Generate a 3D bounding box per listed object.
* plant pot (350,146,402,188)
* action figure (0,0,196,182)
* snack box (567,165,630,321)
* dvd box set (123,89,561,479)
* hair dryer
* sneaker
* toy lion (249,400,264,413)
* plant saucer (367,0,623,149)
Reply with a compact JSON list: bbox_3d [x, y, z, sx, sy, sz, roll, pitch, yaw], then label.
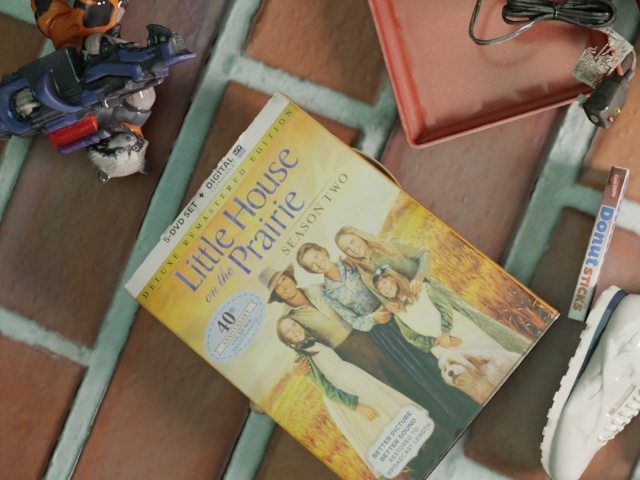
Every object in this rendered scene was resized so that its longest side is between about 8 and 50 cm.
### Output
[{"bbox_3d":[0.000,0.000,1.576,0.236,0.032,0.236,-1,87,13],"label":"plant pot"},{"bbox_3d":[-0.244,-0.236,1.582,0.341,0.179,0.330,-5,90,38],"label":"action figure"},{"bbox_3d":[0.316,0.005,1.485,0.022,0.064,0.178,16,91,16],"label":"snack box"},{"bbox_3d":[0.020,0.070,1.518,0.420,0.062,0.307,40,95,12],"label":"dvd box set"},{"bbox_3d":[0.321,-0.293,1.445,0.223,0.080,0.293,42,91,17],"label":"hair dryer"},{"bbox_3d":[0.319,0.171,1.447,0.095,0.090,0.235,24,101,24],"label":"sneaker"},{"bbox_3d":[-0.063,0.148,1.586,0.096,0.034,0.100,-35,78,1],"label":"toy lion"},{"bbox_3d":[0.197,-0.261,1.539,0.259,0.048,0.258,-16,83,11],"label":"plant saucer"}]
